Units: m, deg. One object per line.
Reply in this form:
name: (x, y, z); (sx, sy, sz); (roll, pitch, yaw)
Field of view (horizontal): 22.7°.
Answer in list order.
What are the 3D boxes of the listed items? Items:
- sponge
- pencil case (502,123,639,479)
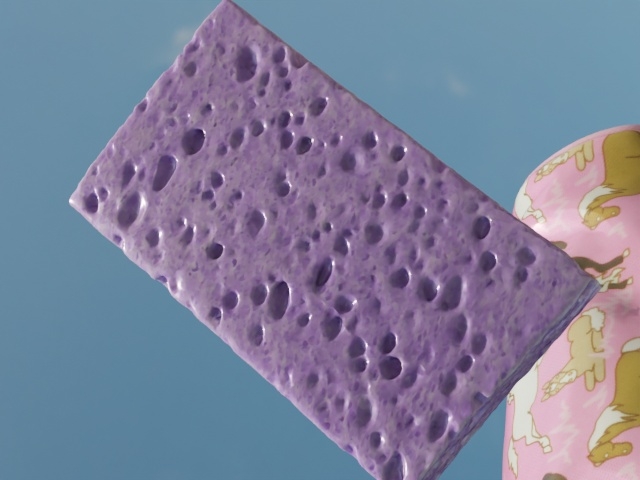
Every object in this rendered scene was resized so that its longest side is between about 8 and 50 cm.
sponge: (0.000, 0.000, 0.670); (0.210, 0.117, 0.031); (40, -176, 24)
pencil case: (0.179, 0.107, 0.865); (0.167, 0.160, 0.386); (-9, -137, 14)
